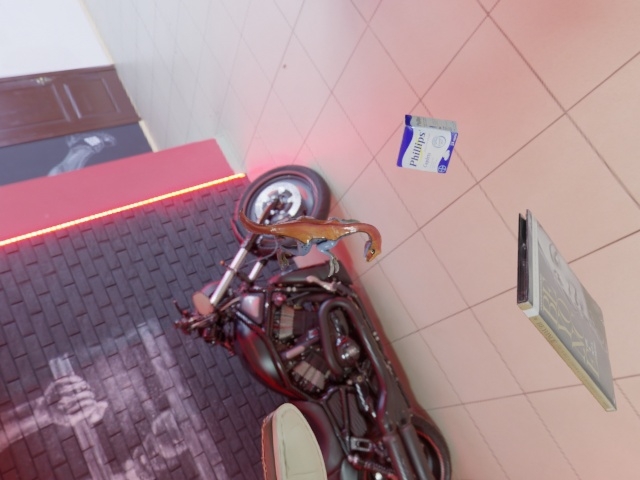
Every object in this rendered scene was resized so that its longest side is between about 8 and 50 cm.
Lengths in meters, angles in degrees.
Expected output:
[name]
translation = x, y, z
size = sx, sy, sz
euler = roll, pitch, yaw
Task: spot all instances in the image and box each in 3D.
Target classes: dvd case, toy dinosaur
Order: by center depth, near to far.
[toy dinosaur]
translation = 0.000, 0.000, 0.322
size = 0.082, 0.090, 0.047
euler = -13, 72, 38
[dvd case]
translation = 0.317, 0.086, 0.565
size = 0.221, 0.164, 0.018
euler = 45, 134, -19

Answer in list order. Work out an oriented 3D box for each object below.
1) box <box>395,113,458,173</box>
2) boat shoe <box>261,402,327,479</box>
[box]
translation = 0.278, -0.254, 1.160
size = 0.072, 0.137, 0.126
euler = -78, -4, -48
[boat shoe]
translation = -0.039, 0.424, 0.672
size = 0.097, 0.117, 0.324
euler = -27, 73, 27
